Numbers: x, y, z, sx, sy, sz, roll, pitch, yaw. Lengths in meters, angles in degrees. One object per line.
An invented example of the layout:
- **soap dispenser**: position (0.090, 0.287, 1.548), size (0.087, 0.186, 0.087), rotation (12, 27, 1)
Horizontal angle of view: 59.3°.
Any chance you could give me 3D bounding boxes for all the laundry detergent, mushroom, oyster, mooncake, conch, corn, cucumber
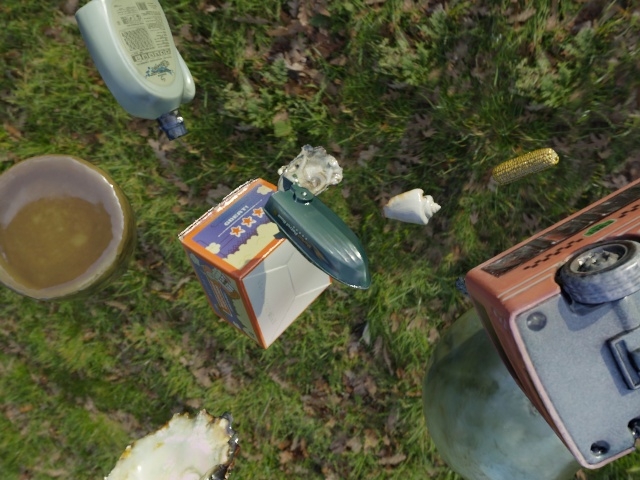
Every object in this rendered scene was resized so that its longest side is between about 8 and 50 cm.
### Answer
- **laundry detergent**: position (-0.334, -0.337, 1.111), size (0.105, 0.215, 0.280), rotation (-19, 107, 28)
- **mushroom**: position (0.326, 0.251, 0.944), size (0.260, 0.352, 0.352), rotation (38, 110, -14)
- **oyster**: position (-0.039, -0.130, 1.175), size (0.166, 0.053, 0.108), rotation (-37, 104, -12)
- **mooncake**: position (-0.513, -0.019, 1.121), size (0.285, 0.155, 0.284), rotation (1, 84, -10)
- **conch**: position (0.276, -0.103, 1.721), size (0.176, 0.104, 0.094), rotation (11, 73, 26)
- **corn**: position (0.590, -0.214, 1.638), size (0.207, 0.068, 0.068), rotation (-20, 94, 50)
- **oyster**: position (-0.217, 0.353, 0.789), size (0.198, 0.259, 0.092), rotation (-14, 115, 17)
- **cucumber**: position (0.519, 0.174, 1.923), size (0.220, 0.070, 0.046), rotation (36, 105, -27)

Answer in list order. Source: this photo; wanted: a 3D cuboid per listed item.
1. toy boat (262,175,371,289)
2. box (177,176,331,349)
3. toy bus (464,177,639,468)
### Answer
- **toy boat**: position (0.000, 0.000, 0.946), size (0.246, 0.093, 0.103), rotation (45, 133, 30)
- **box**: position (-0.176, 0.063, 1.652), size (0.257, 0.318, 0.348), rotation (30, 150, 31)
- **toy bus**: position (0.386, 0.031, 0.583), size (0.427, 0.233, 0.203), rotation (-29, 101, 2)
